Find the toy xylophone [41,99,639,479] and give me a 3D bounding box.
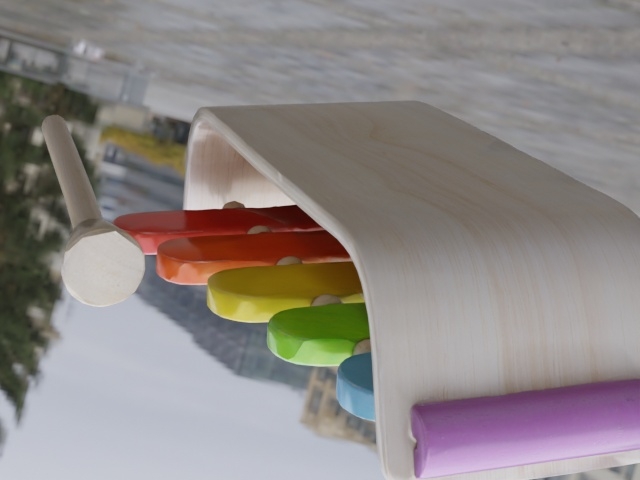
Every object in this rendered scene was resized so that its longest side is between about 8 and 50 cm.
[{"bbox_3d":[0.000,0.000,0.573,0.236,0.081,0.323,-1,-162,-11],"label":"toy xylophone"}]
